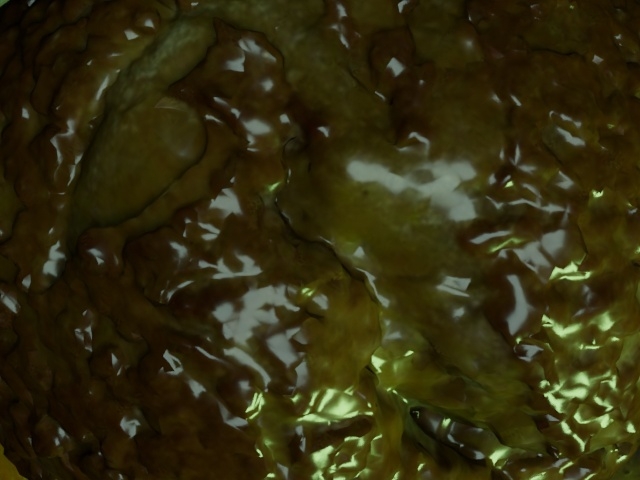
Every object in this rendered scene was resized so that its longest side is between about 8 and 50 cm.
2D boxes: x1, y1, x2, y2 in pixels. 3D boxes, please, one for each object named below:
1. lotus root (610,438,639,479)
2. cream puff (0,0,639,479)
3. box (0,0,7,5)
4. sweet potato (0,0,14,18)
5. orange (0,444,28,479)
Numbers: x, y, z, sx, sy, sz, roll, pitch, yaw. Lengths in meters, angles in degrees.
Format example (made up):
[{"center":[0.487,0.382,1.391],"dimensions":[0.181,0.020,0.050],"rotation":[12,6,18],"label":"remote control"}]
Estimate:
[{"center":[0.148,0.069,0.843],"dimensions":[0.260,0.128,0.145],"rotation":[25,88,-14],"label":"lotus root"},{"center":[0.000,0.000,0.680],"dimensions":[0.303,0.212,0.303],"rotation":[0,100,1],"label":"cream puff"},{"center":[-0.149,-0.237,0.599],"dimensions":[0.312,0.314,0.300],"rotation":[-37,105,1],"label":"box"},{"center":[-0.011,-0.139,0.783],"dimensions":[0.314,0.072,0.066],"rotation":[-22,69,-3],"label":"sweet potato"},{"center":[-0.229,0.115,0.759],"dimensions":[0.240,0.171,0.240],"rotation":[-3,105,-10],"label":"orange"}]
